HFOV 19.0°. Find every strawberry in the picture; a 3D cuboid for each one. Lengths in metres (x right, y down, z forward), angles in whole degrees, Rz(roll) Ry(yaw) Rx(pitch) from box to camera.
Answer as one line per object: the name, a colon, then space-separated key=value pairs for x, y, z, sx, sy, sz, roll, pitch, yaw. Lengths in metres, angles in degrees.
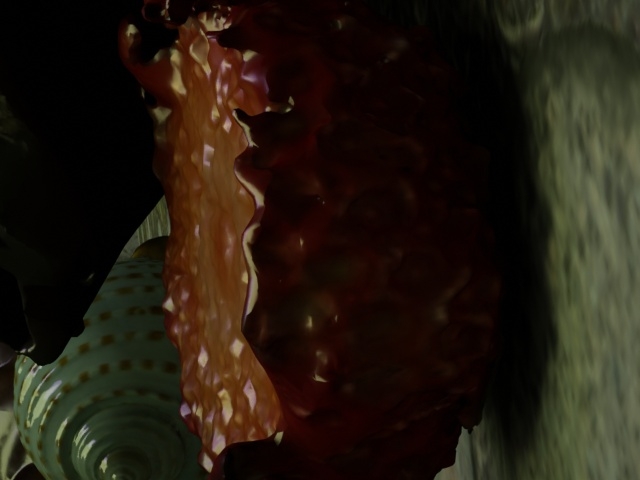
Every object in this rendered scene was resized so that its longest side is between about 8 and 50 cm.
strawberry: x=0.000 y=0.000 z=0.492 sx=0.145 sy=0.086 sz=0.145 roll=171 pitch=90 yaw=-83

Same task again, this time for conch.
conch: x=-0.093 y=0.082 z=1.138 sx=0.172 sy=0.131 sz=0.200 roll=58 pitch=-144 yaw=-30

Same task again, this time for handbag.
handbag: x=-0.071 y=-0.136 z=0.565 sx=0.285 sy=0.113 sz=0.257 roll=92 pitch=-167 yaw=-46

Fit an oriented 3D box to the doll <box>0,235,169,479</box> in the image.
doll: x=-0.150 y=0.193 z=1.379 sx=0.318 sy=0.209 sz=0.340 roll=-107 pitch=15 yaw=-47
